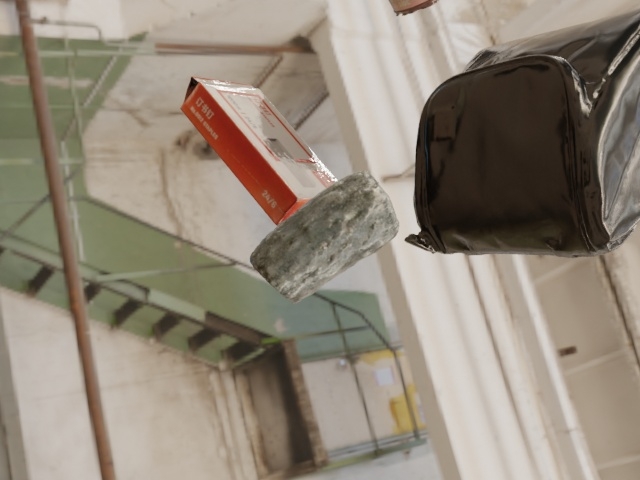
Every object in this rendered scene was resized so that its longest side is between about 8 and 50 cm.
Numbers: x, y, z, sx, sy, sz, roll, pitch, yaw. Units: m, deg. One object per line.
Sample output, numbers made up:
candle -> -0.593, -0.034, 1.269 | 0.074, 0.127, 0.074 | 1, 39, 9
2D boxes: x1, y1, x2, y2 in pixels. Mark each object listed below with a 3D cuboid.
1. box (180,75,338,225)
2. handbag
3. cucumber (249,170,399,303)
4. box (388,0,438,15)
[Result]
box -> -0.070, -0.113, 1.130 | 0.229, 0.123, 0.050 | 51, -62, 23
handbag -> 0.227, -0.119, 0.971 | 0.178, 0.275, 0.302 | 52, -25, -23
cucumber -> 0.002, -0.001, 0.679 | 0.064, 0.112, 0.064 | 53, -8, 11
box -> 0.156, -0.464, 1.521 | 0.151, 0.151, 0.135 | 6, -49, 56
